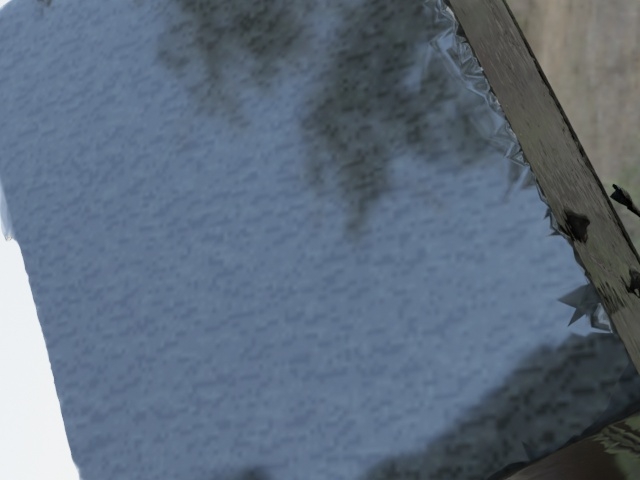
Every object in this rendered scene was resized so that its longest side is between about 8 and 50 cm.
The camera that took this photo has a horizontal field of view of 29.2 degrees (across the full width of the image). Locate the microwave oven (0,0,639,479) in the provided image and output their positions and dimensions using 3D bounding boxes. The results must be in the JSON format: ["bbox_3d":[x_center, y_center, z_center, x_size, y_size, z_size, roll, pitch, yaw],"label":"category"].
[{"bbox_3d":[0.000,0.000,0.775,0.236,0.374,0.432,28,-145,-56],"label":"microwave oven"}]
